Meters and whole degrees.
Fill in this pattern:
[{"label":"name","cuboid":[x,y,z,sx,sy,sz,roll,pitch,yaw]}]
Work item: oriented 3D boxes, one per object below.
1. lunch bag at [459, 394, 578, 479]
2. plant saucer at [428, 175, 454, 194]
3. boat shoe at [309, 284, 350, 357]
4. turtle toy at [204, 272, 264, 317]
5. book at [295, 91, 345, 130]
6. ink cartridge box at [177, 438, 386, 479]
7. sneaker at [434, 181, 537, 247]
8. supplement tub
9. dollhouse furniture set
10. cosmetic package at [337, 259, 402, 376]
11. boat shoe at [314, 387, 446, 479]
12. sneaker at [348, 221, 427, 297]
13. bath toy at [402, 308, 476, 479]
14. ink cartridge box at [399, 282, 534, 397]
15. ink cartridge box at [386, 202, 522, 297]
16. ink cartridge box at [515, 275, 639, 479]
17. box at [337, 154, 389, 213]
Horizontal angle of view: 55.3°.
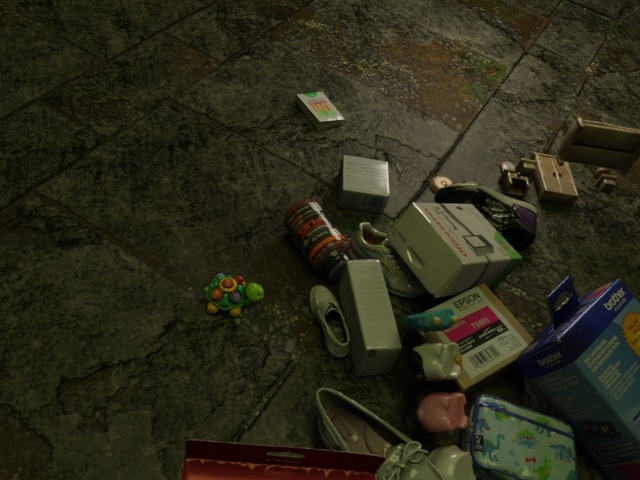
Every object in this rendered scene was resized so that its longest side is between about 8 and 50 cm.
[{"label":"lunch bag","cuboid":[0.387,0.409,1.201,0.218,0.090,0.176,21,45,3]},{"label":"plant saucer","cuboid":[0.348,-0.158,1.733,0.083,0.015,0.083,7,48,-8]},{"label":"boat shoe","cuboid":[0.021,0.166,1.339,0.066,0.063,0.184,-2,50,-15]},{"label":"turtle toy","cuboid":[-0.189,0.113,1.333,0.130,0.066,0.095,9,48,-6]},{"label":"book","cuboid":[-0.002,-0.395,1.848,0.096,0.035,0.144,-15,53,-29]},{"label":"ink cartridge box","cuboid":[-0.071,0.429,0.948,0.309,0.272,0.130,7,48,-7]},{"label":"sneaker","cuboid":[0.440,-0.064,1.618,0.283,0.107,0.124,15,54,0]},{"label":"supplement tub","cuboid":[0.000,0.000,1.451,0.106,0.106,0.198,-20,56,-28]},{"label":"dollhouse furniture set","cuboid":[0.702,-0.286,1.702,0.303,0.356,0.174,8,48,-5]},{"label":"cosmetic package","cuboid":[0.103,0.164,1.326,0.085,0.117,0.231,-2,51,-13]},{"label":"boat shoe","cuboid":[0.100,0.373,1.075,0.118,0.103,0.320,-34,38,-21]},{"label":"sneaker","cuboid":[0.164,0.049,1.457,0.228,0.092,0.087,36,49,16]},{"label":"bath toy","cuboid":[0.219,0.310,1.171,0.151,0.129,0.349,14,67,-43]},{"label":"ink cartridge box","cuboid":[0.327,0.223,1.348,0.234,0.088,0.193,-21,59,-27]},{"label":"ink cartridge box","cuboid":[0.318,0.017,1.445,0.272,0.115,0.198,-3,47,-46]},{"label":"ink cartridge box","cuboid":[0.597,0.269,1.268,0.270,0.151,0.395,-31,77,-33]},{"label":"box","cuboid":[0.114,-0.151,1.632,0.126,0.072,0.137,8,49,-6]}]
